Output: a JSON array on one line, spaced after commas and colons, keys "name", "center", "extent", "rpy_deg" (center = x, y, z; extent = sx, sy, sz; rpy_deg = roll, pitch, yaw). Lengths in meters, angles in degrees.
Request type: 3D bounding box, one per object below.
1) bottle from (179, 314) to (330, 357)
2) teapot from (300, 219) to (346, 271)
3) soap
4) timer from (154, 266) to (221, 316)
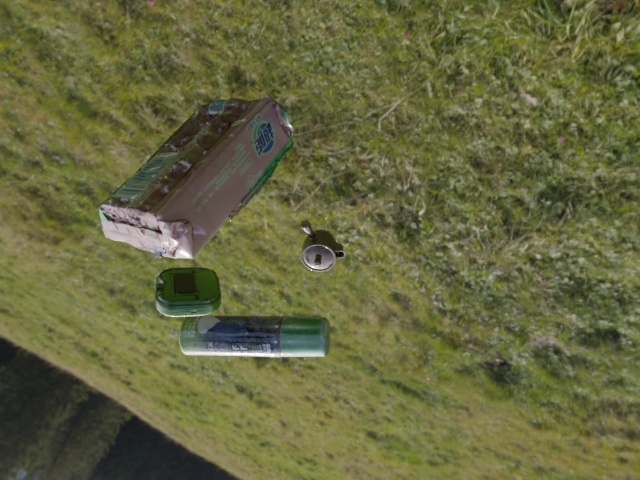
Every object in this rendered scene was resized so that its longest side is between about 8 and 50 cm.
[{"name": "bottle", "center": [-0.146, 0.215, 1.112], "extent": [0.330, 0.093, 0.093], "rpy_deg": [-1, 144, 10]}, {"name": "teapot", "center": [0.000, 0.000, 0.907], "extent": [0.085, 0.080, 0.110], "rpy_deg": [-13, 125, 15]}, {"name": "soap", "center": [-0.182, -0.101, 0.731], "extent": [0.217, 0.273, 0.098], "rpy_deg": [12, 144, 35]}, {"name": "timer", "center": [-0.268, 0.100, 1.000], "extent": [0.128, 0.140, 0.047], "rpy_deg": [0, 118, -16]}]
